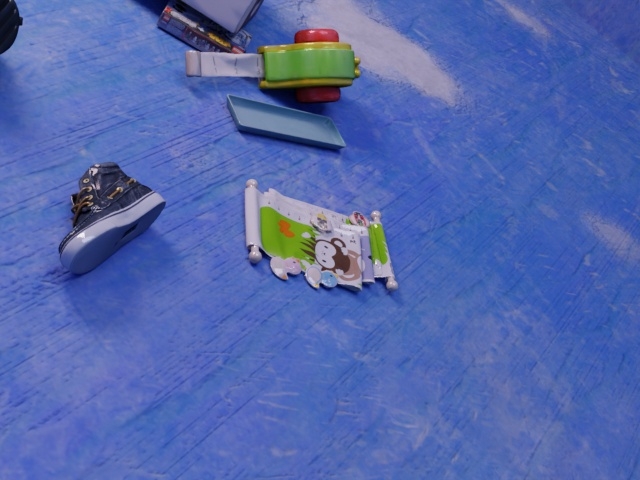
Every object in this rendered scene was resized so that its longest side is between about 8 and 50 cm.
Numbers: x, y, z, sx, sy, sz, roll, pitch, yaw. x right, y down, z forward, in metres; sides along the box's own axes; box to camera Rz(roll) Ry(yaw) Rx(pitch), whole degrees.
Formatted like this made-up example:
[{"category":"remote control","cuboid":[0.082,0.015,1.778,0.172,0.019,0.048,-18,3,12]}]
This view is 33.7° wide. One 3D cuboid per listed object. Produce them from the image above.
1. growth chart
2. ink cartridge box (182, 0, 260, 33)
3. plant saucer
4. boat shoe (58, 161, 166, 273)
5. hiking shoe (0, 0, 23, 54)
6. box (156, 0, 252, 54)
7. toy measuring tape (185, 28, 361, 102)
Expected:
[{"category":"growth chart","cuboid":[0.000,0.000,1.377,0.237,0.021,0.172,15,40,-30]},{"category":"ink cartridge box","cuboid":[-0.212,-0.467,1.622,0.306,0.131,0.226,31,21,-7]},{"category":"plant saucer","cuboid":[-0.050,-0.169,1.540,0.192,0.018,0.067,7,44,-37]},{"category":"boat shoe","cuboid":[-0.246,-0.027,1.144,0.083,0.065,0.183,38,27,5]},{"category":"hiking shoe","cuboid":[-0.496,-0.275,1.199,0.304,0.113,0.132,17,7,-18]},{"category":"box","cuboid":[-0.173,-0.318,1.598,0.137,0.027,0.094,29,31,-12]},{"category":"toy measuring tape","cuboid":[-0.045,-0.259,1.560,0.330,0.121,0.121,-7,53,-48]}]
